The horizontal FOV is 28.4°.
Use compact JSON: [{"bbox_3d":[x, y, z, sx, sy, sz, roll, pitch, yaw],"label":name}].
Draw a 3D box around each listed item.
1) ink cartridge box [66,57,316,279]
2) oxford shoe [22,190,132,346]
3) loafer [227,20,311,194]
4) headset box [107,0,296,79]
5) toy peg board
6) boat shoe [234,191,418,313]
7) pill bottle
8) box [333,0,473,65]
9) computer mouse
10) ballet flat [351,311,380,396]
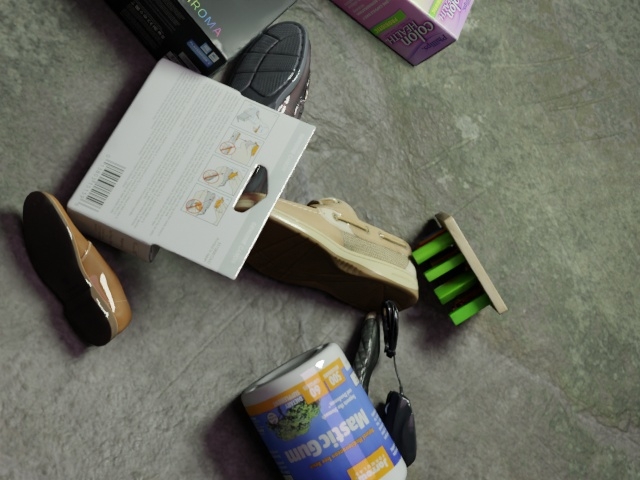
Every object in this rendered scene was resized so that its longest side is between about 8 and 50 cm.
[{"bbox_3d":[-0.168,-0.089,1.684,0.239,0.060,0.275,25,60,3],"label":"ink cartridge box"},{"bbox_3d":[-0.310,0.029,1.616,0.076,0.076,0.212,-38,103,-56],"label":"oxford shoe"},{"bbox_3d":[-0.081,-0.174,1.819,0.095,0.109,0.302,60,42,-54],"label":"loafer"},{"bbox_3d":[-0.156,-0.396,1.805,0.246,0.131,0.283,50,55,-10],"label":"headset box"},{"bbox_3d":[0.198,0.047,1.905,0.079,0.160,0.161,-31,94,2],"label":"toy peg board"},{"bbox_3d":[0.000,0.000,1.795,0.341,0.122,0.110,28,51,-36],"label":"boat shoe"},{"bbox_3d":[0.021,0.286,1.689,0.152,0.152,0.272,-31,92,-36],"label":"pill bottle"},{"bbox_3d":[0.128,-0.444,2.014,0.243,0.117,0.213,34,59,-19],"label":"box"},{"bbox_3d":[0.100,0.206,1.811,0.041,0.071,0.242,-5,82,-12],"label":"computer mouse"},{"bbox_3d":[0.053,0.174,1.812,0.057,0.049,0.173,70,31,-52],"label":"ballet flat"}]
